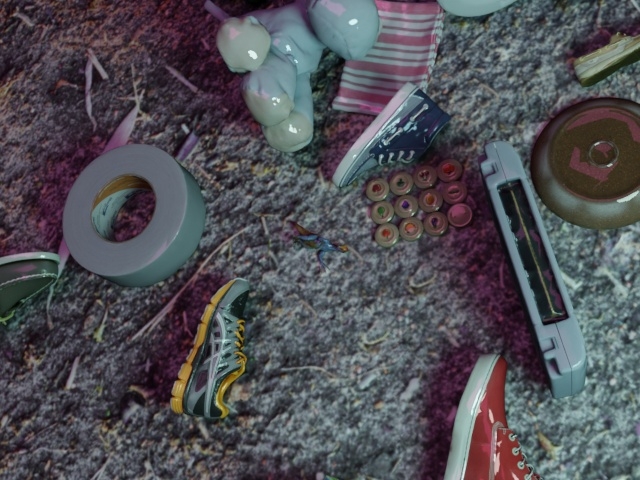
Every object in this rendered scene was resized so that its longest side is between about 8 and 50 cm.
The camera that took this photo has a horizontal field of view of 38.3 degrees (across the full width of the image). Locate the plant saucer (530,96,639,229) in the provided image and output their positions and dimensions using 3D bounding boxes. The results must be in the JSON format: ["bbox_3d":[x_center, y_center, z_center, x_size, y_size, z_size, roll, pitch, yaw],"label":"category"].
[{"bbox_3d":[0.387,-0.113,1.262,0.198,0.036,0.199,-6,71,17],"label":"plant saucer"}]

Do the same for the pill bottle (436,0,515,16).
[{"bbox_3d":[0.215,-0.497,1.385,0.161,0.161,0.283,-18,66,12],"label":"pill bottle"}]

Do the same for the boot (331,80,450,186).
[{"bbox_3d":[0.103,-0.135,1.354,0.086,0.069,0.190,41,102,5],"label":"boot"}]

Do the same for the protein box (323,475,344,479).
[{"bbox_3d":[0.042,0.436,1.135,0.199,0.136,0.201,34,85,26],"label":"protein box"}]

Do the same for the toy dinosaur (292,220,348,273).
[{"bbox_3d":[0.000,0.000,1.356,0.082,0.047,0.090,-1,60,0],"label":"toy dinosaur"}]

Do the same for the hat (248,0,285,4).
[{"bbox_3d":[-0.093,-0.423,1.545,0.173,0.183,0.208,-15,38,37],"label":"hat"}]

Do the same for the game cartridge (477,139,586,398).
[{"bbox_3d":[0.268,0.041,1.159,0.062,0.198,0.297,-19,67,13],"label":"game cartridge"}]

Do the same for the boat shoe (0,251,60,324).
[{"bbox_3d":[-0.539,0.103,1.472,0.305,0.109,0.091,-22,66,17],"label":"boat shoe"}]

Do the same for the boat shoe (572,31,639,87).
[{"bbox_3d":[0.419,-0.269,1.296,0.135,0.050,0.045,-28,70,8],"label":"boat shoe"}]

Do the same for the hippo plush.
[{"bbox_3d":[-0.013,-0.282,1.376,0.236,0.234,0.294,-26,24,2],"label":"hippo plush"}]

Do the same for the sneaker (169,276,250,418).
[{"bbox_3d":[-0.142,0.158,1.334,0.083,0.084,0.215,19,82,10],"label":"sneaker"}]

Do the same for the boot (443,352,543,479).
[{"bbox_3d":[0.251,0.272,1.151,0.176,0.088,0.244,9,83,21],"label":"boot"}]

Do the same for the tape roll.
[{"bbox_3d":[-0.294,-0.039,1.452,0.219,0.072,0.219,-6,70,16],"label":"tape roll"}]

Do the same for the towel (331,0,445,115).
[{"bbox_3d":[0.104,-0.283,1.423,0.144,0.029,0.197,9,75,23],"label":"towel"}]

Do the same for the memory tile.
[{"bbox_3d":[0.142,-0.054,1.339,0.148,0.012,0.113,-14,68,14],"label":"memory tile"}]
